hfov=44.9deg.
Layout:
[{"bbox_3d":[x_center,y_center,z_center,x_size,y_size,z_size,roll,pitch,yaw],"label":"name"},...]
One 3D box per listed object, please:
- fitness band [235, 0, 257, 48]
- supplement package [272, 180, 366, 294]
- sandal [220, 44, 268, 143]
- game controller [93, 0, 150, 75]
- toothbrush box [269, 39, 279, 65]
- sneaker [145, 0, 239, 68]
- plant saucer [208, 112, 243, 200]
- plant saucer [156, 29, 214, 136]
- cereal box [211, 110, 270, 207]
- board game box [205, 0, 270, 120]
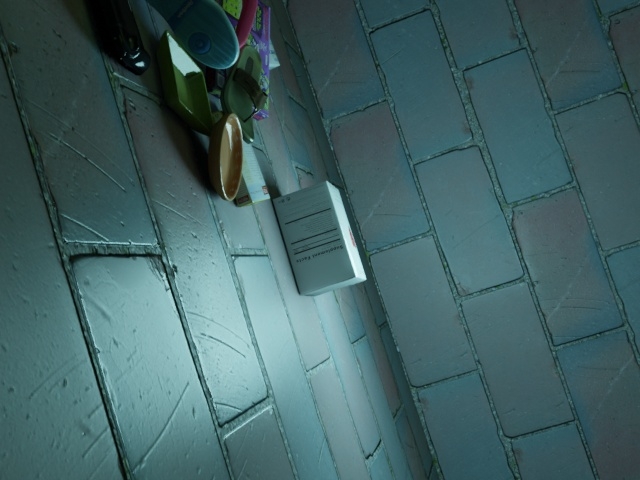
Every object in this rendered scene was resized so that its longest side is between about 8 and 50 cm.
[{"bbox_3d":[-0.262,-0.602,1.963,0.209,0.054,0.291,28,60,-29],"label":"fitness band"},{"bbox_3d":[0.000,0.000,2.275,0.177,0.175,0.293,23,50,-76],"label":"supplement package"},{"bbox_3d":[-0.180,-0.382,1.948,0.120,0.086,0.303,41,44,-48],"label":"sandal"},{"bbox_3d":[-0.401,-0.474,1.472,0.166,0.067,0.319,107,-35,-85],"label":"game controller"},{"bbox_3d":[-0.244,-0.634,2.282,0.216,0.126,0.296,-51,123,-76],"label":"toothbrush box"},{"bbox_3d":[-0.295,-0.545,1.756,0.319,0.127,0.208,48,18,-24],"label":"sneaker"},{"bbox_3d":[-0.217,-0.190,1.764,0.200,0.037,0.200,3,90,-81],"label":"plant saucer"},{"bbox_3d":[-0.303,-0.336,1.710,0.188,0.045,0.188,47,26,-65],"label":"plant saucer"},{"bbox_3d":[-0.206,-0.206,1.956,0.173,0.047,0.240,-29,100,-77],"label":"cereal box"},{"bbox_3d":[-0.217,-0.516,2.068,0.208,0.056,0.347,21,62,-45],"label":"board game box"}]
